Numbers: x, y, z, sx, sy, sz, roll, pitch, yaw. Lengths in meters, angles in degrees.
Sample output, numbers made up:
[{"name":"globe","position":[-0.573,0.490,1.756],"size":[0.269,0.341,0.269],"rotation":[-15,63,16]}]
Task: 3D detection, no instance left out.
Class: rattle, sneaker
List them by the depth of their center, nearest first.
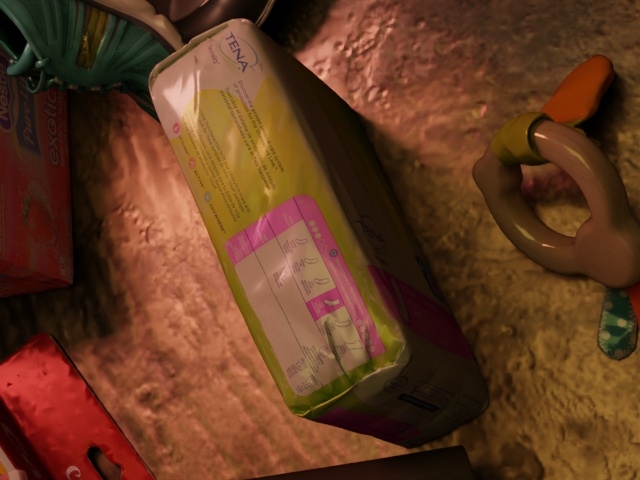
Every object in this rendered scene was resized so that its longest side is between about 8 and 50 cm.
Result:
[{"name":"rattle","position":[0.222,-0.023,1.086],"size":[0.200,0.142,0.130],"rotation":[45,129,10]},{"name":"sneaker","position":[-0.211,-0.162,1.193],"size":[0.107,0.275,0.110],"rotation":[-28,33,57]}]

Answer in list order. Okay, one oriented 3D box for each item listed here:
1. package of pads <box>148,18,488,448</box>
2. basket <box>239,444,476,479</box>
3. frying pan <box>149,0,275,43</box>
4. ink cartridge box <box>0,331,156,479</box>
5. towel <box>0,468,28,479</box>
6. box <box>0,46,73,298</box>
[{"name":"package of pads","position":[0.000,0.000,1.061],"size":[0.101,0.229,0.297],"rotation":[-31,67,13]},{"name":"basket","position":[0.012,0.237,1.024],"size":[0.226,0.204,0.154],"rotation":[-17,33,2]},{"name":"frying pan","position":[-0.105,-0.308,1.258],"size":[0.197,0.053,0.326],"rotation":[0,81,37]},{"name":"ink cartridge box","position":[-0.270,0.239,1.141],"size":[0.272,0.130,0.309],"rotation":[-39,67,-6]},{"name":"towel","position":[-0.290,0.264,1.050],"size":[0.197,0.029,0.144],"rotation":[-19,66,1]},{"name":"box","position":[-0.319,-0.103,1.265],"size":[0.154,0.142,0.300],"rotation":[-9,74,19]}]
